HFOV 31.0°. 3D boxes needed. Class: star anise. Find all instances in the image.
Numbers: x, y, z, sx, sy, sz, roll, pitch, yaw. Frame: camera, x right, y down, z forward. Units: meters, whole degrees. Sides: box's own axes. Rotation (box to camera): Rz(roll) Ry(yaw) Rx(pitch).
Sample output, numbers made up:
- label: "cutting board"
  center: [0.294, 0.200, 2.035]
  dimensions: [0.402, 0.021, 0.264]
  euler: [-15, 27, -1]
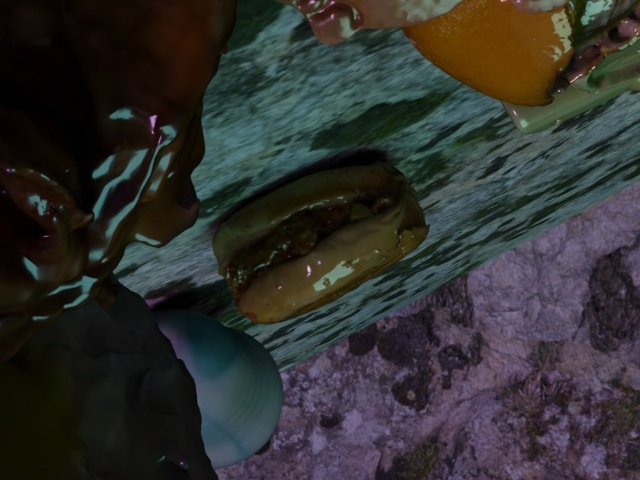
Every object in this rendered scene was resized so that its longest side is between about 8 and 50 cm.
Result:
- label: "star anise"
  center: [-0.140, -0.044, 0.428]
  dimensions: [0.346, 0.148, 0.237]
  euler: [-8, 136, -52]

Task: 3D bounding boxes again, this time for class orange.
- label: "orange"
  center: [0.110, -0.140, 0.583]
  dimensions: [0.157, 0.134, 0.156]
  euler: [-26, -175, 2]

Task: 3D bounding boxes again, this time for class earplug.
- label: "earplug"
  center: [-0.159, 0.158, 1.330]
  dimensions: [0.185, 0.185, 0.324]
  euler: [-27, 163, 0]

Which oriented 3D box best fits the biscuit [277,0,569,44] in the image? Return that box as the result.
- label: "biscuit"
  center: [0.060, -0.151, 0.474]
  dimensions: [0.184, 0.133, 0.027]
  euler: [-7, -144, 8]

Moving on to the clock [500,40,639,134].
- label: "clock"
  center: [0.230, -0.187, 0.747]
  dimensions: [0.235, 0.096, 0.308]
  euler: [-25, 168, -6]

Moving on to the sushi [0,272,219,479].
- label: "sushi"
  center: [-0.236, 0.135, 0.607]
  dimensions: [0.294, 0.299, 0.281]
  euler: [-37, 152, 29]

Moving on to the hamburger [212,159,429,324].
- label: "hamburger"
  center: [-0.002, 0.001, 1.086]
  dimensions: [0.214, 0.108, 0.214]
  euler: [-29, 174, -3]
